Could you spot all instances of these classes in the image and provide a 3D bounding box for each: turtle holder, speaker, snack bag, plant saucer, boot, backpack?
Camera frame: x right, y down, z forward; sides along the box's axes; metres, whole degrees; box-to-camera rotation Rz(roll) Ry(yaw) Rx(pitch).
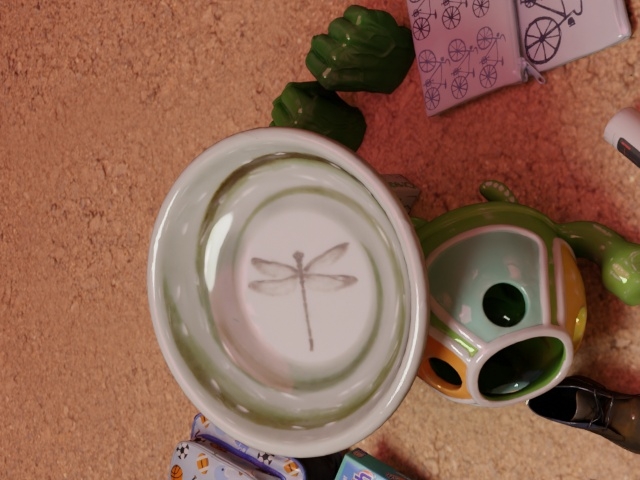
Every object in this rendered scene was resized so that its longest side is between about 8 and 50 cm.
[{"bbox_3d":[0.238,0.086,1.695,0.227,0.320,0.243,-116,35,-50],"label":"turtle holder"},{"bbox_3d":[0.413,-0.107,1.667,0.136,0.055,0.055,47,118,33],"label":"speaker"},{"bbox_3d":[0.253,-0.363,1.837,0.342,0.037,0.323,-16,77,41],"label":"snack bag"},{"bbox_3d":[-0.029,0.060,1.658,0.400,0.100,0.401,4,98,32],"label":"plant saucer"},{"bbox_3d":[0.358,0.222,1.668,0.219,0.106,0.082,13,98,42],"label":"boot"},{"bbox_3d":[-0.109,0.404,2.036,0.276,0.213,0.264,25,116,37],"label":"backpack"}]

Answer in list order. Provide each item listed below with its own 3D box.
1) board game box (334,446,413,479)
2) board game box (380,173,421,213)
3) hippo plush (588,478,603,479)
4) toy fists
[{"bbox_3d":[0.102,0.412,1.899,0.210,0.047,0.160,27,108,22],"label":"board game box"},{"bbox_3d":[0.000,0.000,1.872,0.053,0.305,0.193,38,114,29],"label":"board game box"},{"bbox_3d":[0.369,0.459,1.622,0.236,0.234,0.294,27,109,14],"label":"hippo plush"},{"bbox_3d":[0.017,-0.219,1.975,0.096,0.142,0.279,52,120,31],"label":"toy fists"}]
